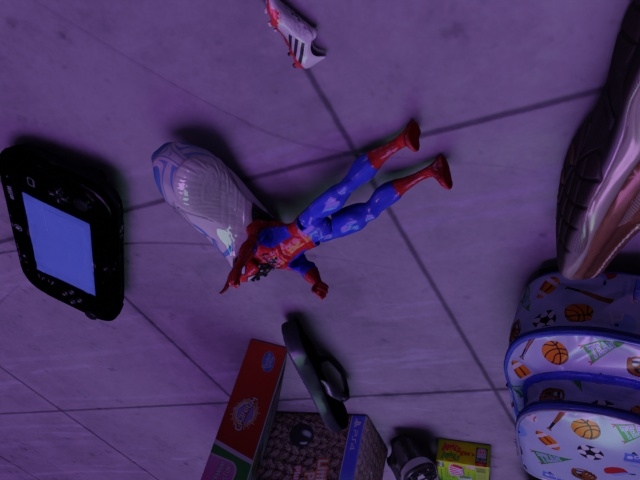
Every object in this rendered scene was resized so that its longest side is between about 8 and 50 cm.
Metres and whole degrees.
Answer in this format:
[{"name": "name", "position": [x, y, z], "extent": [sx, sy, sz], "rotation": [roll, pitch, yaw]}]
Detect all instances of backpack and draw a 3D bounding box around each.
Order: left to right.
[{"name": "backpack", "position": [0.331, 0.162, 0.771], "extent": [0.276, 0.213, 0.263], "rotation": [-3, 127, 26]}]

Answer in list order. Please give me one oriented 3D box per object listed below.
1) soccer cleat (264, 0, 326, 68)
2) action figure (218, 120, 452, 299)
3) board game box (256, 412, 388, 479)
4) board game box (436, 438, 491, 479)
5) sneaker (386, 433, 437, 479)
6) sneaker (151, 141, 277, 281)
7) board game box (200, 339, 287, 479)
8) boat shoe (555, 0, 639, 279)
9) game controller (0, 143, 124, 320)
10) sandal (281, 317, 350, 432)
[{"name": "soccer cleat", "position": [-0.023, -0.194, 0.607], "extent": [0.035, 0.029, 0.083], "rotation": [-13, 136, 20]}, {"name": "action figure", "position": [0.000, 0.000, 0.704], "extent": [0.280, 0.139, 0.091], "rotation": [-29, 121, 31]}, {"name": "board game box", "position": [-0.049, 0.451, 1.210], "extent": [0.290, 0.232, 0.141], "rotation": [-5, 136, 24]}, {"name": "board game box", "position": [0.266, 0.431, 1.223], "extent": [0.092, 0.043, 0.181], "rotation": [4, 139, 17]}, {"name": "sneaker", "position": [0.171, 0.433, 1.222], "extent": [0.078, 0.106, 0.234], "rotation": [-23, 134, -8]}, {"name": "sneaker", "position": [-0.117, -0.034, 0.799], "extent": [0.086, 0.085, 0.237], "rotation": [42, 170, 41]}, {"name": "board game box", "position": [-0.133, 0.356, 1.061], "extent": [0.064, 0.317, 0.242], "rotation": [15, 140, 3]}, {"name": "boat shoe", "position": [0.288, -0.072, 0.569], "extent": [0.116, 0.123, 0.324], "rotation": [9, 142, 6]}, {"name": "game controller", "position": [-0.352, 0.001, 0.920], "extent": [0.166, 0.067, 0.319], "rotation": [18, 140, -2]}, {"name": "sandal", "position": [0.008, 0.217, 1.033], "extent": [0.054, 0.097, 0.255], "rotation": [-21, 134, 2]}]
